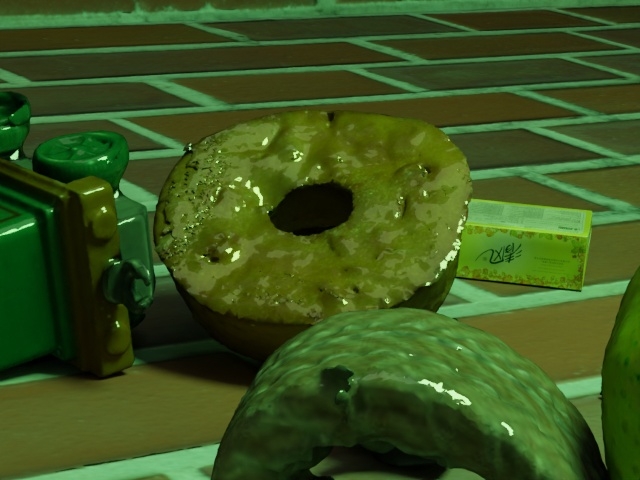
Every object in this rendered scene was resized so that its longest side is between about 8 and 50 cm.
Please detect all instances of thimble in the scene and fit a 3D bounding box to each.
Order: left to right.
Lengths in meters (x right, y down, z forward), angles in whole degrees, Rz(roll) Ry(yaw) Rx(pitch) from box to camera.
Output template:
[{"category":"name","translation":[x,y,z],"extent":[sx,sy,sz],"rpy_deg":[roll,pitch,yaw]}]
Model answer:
[{"category":"thimble","translation":[0.051,0.154,1.168],"extent":[0.229,0.196,0.148],"rpy_deg":[32,19,-2]}]

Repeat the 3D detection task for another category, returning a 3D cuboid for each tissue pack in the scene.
[{"category":"tissue pack","translation":[0.185,0.002,1.996],"extent":[0.176,0.062,0.095],"rpy_deg":[7,17,7]}]

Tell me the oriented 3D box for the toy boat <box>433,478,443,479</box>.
[{"category":"toy boat","translation":[0.052,0.189,1.322],"extent":[0.149,0.034,0.105],"rpy_deg":[-3,14,-25]}]

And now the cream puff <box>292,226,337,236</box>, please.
[{"category":"cream puff","translation":[0.027,0.006,1.841],"extent":[0.116,0.122,0.094],"rpy_deg":[-44,22,-5]}]

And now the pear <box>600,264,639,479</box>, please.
[{"category":"pear","translation":[0.348,0.093,1.163],"extent":[0.391,0.391,0.391],"rpy_deg":[4,15,-1]}]

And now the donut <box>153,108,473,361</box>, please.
[{"category":"donut","translation":[-0.003,-0.001,1.701],"extent":[0.277,0.108,0.277],"rpy_deg":[-4,49,5]}]

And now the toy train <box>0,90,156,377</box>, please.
[{"category":"toy train","translation":[-0.306,0.004,1.686],"extent":[0.249,0.178,0.429],"rpy_deg":[-22,28,-36]}]

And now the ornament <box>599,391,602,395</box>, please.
[{"category":"ornament","translation":[0.292,0.134,1.604],"extent":[0.073,0.028,0.125],"rpy_deg":[-3,15,-26]}]

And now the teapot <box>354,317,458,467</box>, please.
[{"category":"teapot","translation":[0.059,0.122,1.502],"extent":[0.096,0.087,0.177],"rpy_deg":[-15,8,22]}]
